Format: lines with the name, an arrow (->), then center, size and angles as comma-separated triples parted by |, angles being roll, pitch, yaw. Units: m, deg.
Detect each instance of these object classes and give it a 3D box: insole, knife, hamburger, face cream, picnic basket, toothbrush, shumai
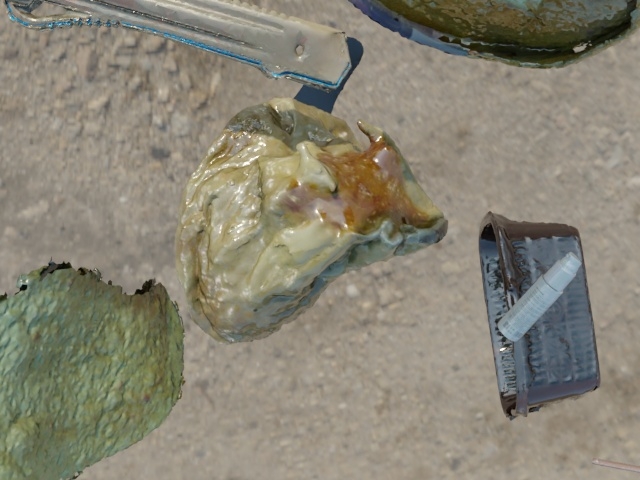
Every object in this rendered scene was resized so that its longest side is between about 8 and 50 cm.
insole -> -0.010, -0.186, 1.591 | 0.080, 0.003, 0.232 | 9, 127, -32
knife -> -0.145, -0.223, 1.168 | 0.365, 0.043, 0.089 | 14, 114, -4
hamburger -> 0.170, -0.293, 0.972 | 0.277, 0.195, 0.318 | 18, 146, -21
face cream -> 0.265, 0.065, 1.376 | 0.034, 0.034, 0.130 | 25, 118, -25
picnic basket -> 0.311, 0.100, 1.635 | 0.129, 0.222, 0.296 | -7, 81, 2
toothbrush -> 0.279, 0.198, 0.993 | 0.097, 0.006, 0.008 | 3, 137, 39
shumai -> 0.000, 0.000, 1.309 | 0.267, 0.262, 0.314 | 37, 79, -41

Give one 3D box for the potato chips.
potato chips -> -0.130, 0.067, 0.592 | 0.026, 0.209, 0.142 | 13, 124, 25
